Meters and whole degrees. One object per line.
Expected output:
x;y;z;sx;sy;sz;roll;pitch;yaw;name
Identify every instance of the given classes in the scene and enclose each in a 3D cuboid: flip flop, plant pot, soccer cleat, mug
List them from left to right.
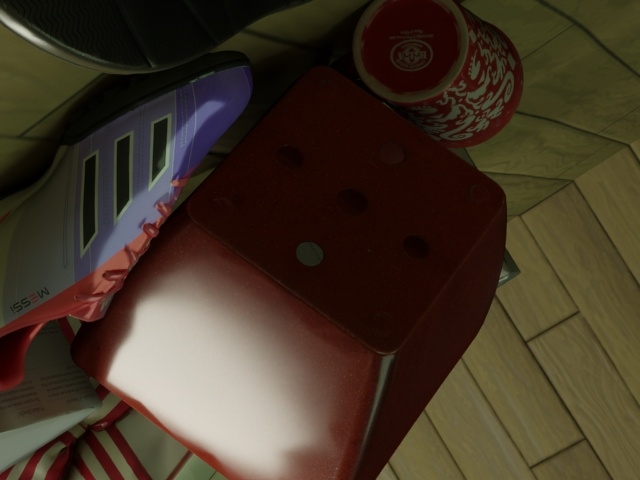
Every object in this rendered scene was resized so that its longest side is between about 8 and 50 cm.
-0.152;-0.013;0.936;0.318;0.116;0.109;-35;170;25;soccer cleat
-0.076;-0.139;0.602;0.080;0.112;0.277;0;-164;26;flip flop
-0.005;0.028;1.055;0.267;0.267;0.235;-51;173;-31;plant pot
0.079;-0.130;1.086;0.150;0.113;0.169;-35;167;13;mug

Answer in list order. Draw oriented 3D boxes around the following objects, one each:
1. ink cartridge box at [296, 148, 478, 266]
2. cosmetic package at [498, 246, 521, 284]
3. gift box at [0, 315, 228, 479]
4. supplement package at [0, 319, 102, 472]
0.000;0.000;1.465;0.307;0.129;0.223;-38;169;37;ink cartridge box
0.053;0.059;1.761;0.366;0.197;0.155;-31;171;12;cosmetic package
-0.173;0.189;1.278;0.258;0.276;0.255;22;104;-52;gift box
-0.338;0.135;1.058;0.204;0.145;0.262;-33;170;15;supplement package
